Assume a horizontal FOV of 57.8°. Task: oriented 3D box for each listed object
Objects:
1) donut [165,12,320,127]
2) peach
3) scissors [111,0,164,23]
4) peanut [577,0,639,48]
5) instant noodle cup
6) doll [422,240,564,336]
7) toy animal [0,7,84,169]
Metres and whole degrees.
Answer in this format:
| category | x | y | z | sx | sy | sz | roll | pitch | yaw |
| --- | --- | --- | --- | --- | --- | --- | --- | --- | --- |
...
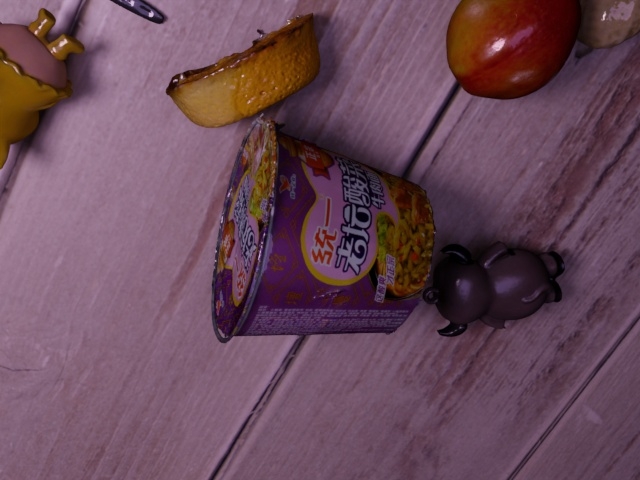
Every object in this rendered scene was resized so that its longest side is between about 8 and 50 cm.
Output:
| category | x | y | z | sx | sy | sz | roll | pitch | yaw |
| --- | --- | --- | --- | --- | --- | --- | --- | --- | --- |
| donut | -0.110 | -0.242 | 0.857 | 0.259 | 0.152 | 0.101 | -23 | 114 | 3 |
| peach | 0.291 | -0.307 | 0.859 | 0.198 | 0.197 | 0.197 | -2 | 110 | -5 |
| scissors | -0.334 | -0.382 | 0.854 | 0.220 | 0.017 | 0.088 | 27 | 104 | -15 |
| peanut | 0.478 | -0.414 | 0.880 | 0.124 | 0.123 | 0.256 | 21 | 103 | -13 |
| instant noodle cup | 0.000 | 0.000 | 0.883 | 0.266 | 0.340 | 0.339 | 10 | 109 | -18 |
| doll | 0.305 | 0.079 | 1.038 | 0.258 | 0.117 | 0.181 | -7 | 109 | -4 |
| toy animal | -0.449 | -0.226 | 0.835 | 0.230 | 0.156 | 0.156 | -45 | 108 | 7 |
